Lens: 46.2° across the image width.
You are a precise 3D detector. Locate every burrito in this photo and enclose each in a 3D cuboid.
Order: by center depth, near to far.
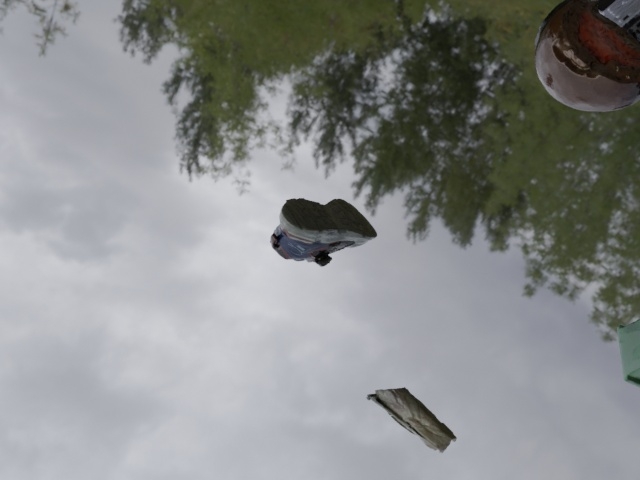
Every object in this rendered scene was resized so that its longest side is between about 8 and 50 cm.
[{"bbox_3d":[0.144,0.272,1.169,0.149,0.055,0.041,38,-176,16],"label":"burrito"}]

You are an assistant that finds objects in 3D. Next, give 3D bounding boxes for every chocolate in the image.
[{"bbox_3d":[0.321,-0.207,0.873,0.127,0.124,0.133,56,-167,-52],"label":"chocolate"}]

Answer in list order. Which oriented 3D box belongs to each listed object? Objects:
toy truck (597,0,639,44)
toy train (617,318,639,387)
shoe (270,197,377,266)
[{"bbox_3d":[0.667,-0.385,1.493,0.363,0.176,0.178,28,-152,-45],"label":"toy truck"},{"bbox_3d":[0.761,0.230,1.529,0.266,0.202,0.145,23,-128,-16],"label":"toy train"},{"bbox_3d":[0.000,0.000,1.304,0.228,0.125,0.099,4,-142,-47],"label":"shoe"}]
